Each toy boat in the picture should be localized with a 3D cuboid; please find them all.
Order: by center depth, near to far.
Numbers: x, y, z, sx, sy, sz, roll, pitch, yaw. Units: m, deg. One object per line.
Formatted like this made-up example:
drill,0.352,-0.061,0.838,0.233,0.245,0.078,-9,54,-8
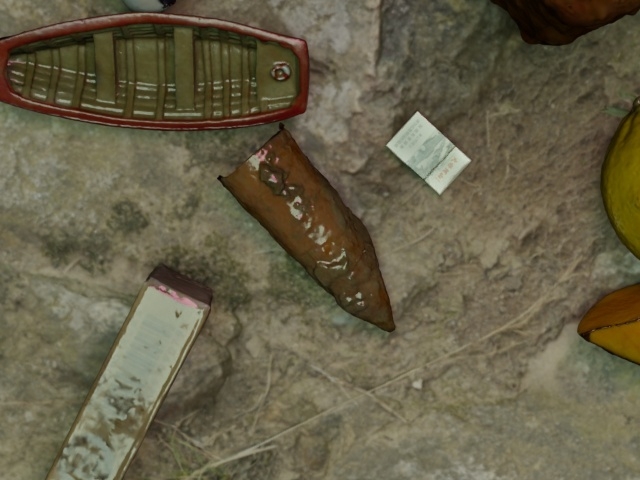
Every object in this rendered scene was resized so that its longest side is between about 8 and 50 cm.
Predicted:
toy boat,-0.206,-0.190,1.928,0.392,0.079,0.136,2,115,3

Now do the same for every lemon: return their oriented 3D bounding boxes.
lemon,0.398,-0.055,1.884,0.192,0.192,0.231,-37,94,4

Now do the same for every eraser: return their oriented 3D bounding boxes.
eraser,-0.227,0.196,1.943,0.078,0.144,0.343,28,94,-3

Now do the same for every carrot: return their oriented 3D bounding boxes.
carrot,0.000,0.000,1.953,0.102,0.102,0.263,-37,97,4

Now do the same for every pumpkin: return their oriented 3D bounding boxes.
pumpkin,0.428,0.118,1.955,0.279,0.111,0.163,-15,108,2

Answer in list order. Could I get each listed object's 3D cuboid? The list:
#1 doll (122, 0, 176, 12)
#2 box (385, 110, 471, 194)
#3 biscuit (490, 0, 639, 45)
doll,-0.205,-0.330,1.913,0.110,0.107,0.180,-38,92,16
box,0.120,-0.098,1.969,0.083,0.024,0.054,42,93,-3
biscuit,0.323,-0.335,1.759,0.343,0.395,0.166,-36,96,3
